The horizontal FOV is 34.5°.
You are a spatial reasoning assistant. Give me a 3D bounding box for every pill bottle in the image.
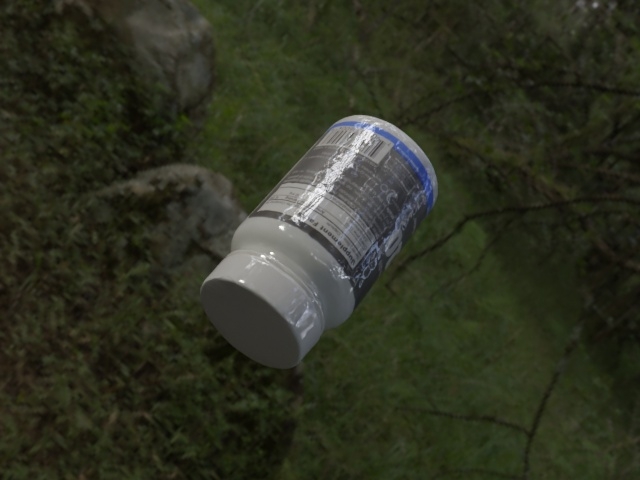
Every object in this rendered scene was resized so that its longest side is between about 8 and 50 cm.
[{"bbox_3d":[0.000,0.000,0.567,0.078,0.078,0.137,43,58,-4],"label":"pill bottle"}]
